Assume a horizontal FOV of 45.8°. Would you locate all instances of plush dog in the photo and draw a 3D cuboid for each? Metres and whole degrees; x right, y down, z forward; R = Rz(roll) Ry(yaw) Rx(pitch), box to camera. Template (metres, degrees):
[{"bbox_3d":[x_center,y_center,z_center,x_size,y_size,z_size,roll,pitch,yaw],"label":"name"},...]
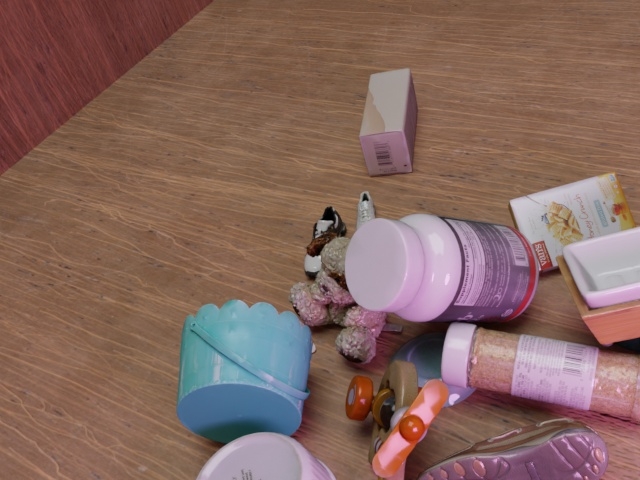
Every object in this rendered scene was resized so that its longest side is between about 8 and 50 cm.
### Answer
[{"bbox_3d":[0.066,0.096,1.602,0.211,0.225,0.262,-31,45,-22],"label":"plush dog"}]

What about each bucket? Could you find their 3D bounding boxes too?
[{"bbox_3d":[-0.150,0.266,1.490,0.281,0.281,0.183,-9,47,12],"label":"bucket"}]

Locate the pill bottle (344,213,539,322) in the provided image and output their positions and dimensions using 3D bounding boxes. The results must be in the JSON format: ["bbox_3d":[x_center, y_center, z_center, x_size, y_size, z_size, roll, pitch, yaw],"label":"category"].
[{"bbox_3d":[0.238,0.056,1.481,0.363,0.210,0.210,6,25,-38],"label":"pill bottle"}]

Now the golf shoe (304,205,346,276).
[{"bbox_3d":[0.000,0.000,1.854,0.077,0.094,0.198,2,46,21],"label":"golf shoe"}]

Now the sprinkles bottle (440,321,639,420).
[{"bbox_3d":[0.405,0.236,1.386,0.356,0.121,0.121,8,47,19],"label":"sprinkles bottle"}]

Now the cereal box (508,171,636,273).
[{"bbox_3d":[0.552,-0.037,1.658,0.240,0.047,0.173,-16,74,3],"label":"cereal box"}]

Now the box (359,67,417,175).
[{"bbox_3d":[0.195,-0.333,2.111,0.121,0.148,0.311,-5,41,16],"label":"box"}]

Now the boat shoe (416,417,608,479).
[{"bbox_3d":[0.325,0.388,1.300,0.325,0.123,0.116,-17,6,15],"label":"boat shoe"}]

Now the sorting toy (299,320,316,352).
[{"bbox_3d":[-0.052,0.230,1.660,0.083,0.044,0.075,-32,54,-31],"label":"sorting toy"}]

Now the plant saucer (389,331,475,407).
[{"bbox_3d":[0.230,0.249,1.532,0.195,0.037,0.195,-11,41,10],"label":"plant saucer"}]

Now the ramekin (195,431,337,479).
[{"bbox_3d":[-0.105,0.462,1.333,0.273,0.127,0.272,-15,37,12],"label":"ramekin"}]

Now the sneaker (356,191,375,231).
[{"bbox_3d":[0.111,-0.062,1.906,0.054,0.061,0.152,-10,43,8],"label":"sneaker"}]

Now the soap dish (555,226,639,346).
[{"bbox_3d":[0.587,0.069,1.339,0.291,0.118,0.229,-13,23,11],"label":"soap dish"}]

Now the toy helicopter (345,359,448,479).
[{"bbox_3d":[0.132,0.377,1.308,0.140,0.235,0.355,13,61,-11],"label":"toy helicopter"}]

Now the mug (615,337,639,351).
[{"bbox_3d":[0.603,0.141,1.461,0.129,0.097,0.158,-29,41,-11],"label":"mug"}]
